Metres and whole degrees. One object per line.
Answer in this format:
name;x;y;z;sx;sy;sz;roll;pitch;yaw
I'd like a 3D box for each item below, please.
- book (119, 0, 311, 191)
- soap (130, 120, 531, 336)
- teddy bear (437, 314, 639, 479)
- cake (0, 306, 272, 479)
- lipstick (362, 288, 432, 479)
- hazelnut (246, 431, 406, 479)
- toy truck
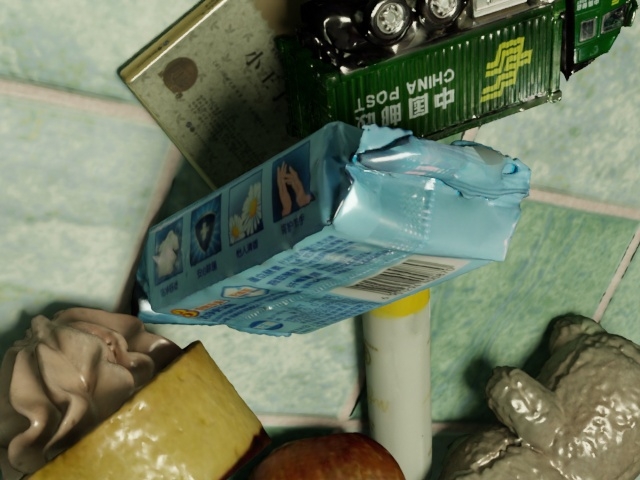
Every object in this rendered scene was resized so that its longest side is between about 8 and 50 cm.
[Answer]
book;-0.028;-0.132;0.829;0.199;0.016;0.138;-40;131;-3
soap;0.000;0.000;0.799;0.156;0.293;0.077;11;67;-36
teddy bear;0.216;0.204;1.096;0.267;0.151;0.236;-42;129;-3
cake;-0.159;0.136;0.837;0.185;0.178;0.207;-38;170;-23
lipstick;0.067;0.107;1.008;0.059;0.059;0.264;-18;126;-20
hazelnut;0.004;0.237;0.995;0.154;0.143;0.143;-29;131;10
toy truck;0.102;-0.150;0.831;0.259;0.088;0.121;-21;127;-19
